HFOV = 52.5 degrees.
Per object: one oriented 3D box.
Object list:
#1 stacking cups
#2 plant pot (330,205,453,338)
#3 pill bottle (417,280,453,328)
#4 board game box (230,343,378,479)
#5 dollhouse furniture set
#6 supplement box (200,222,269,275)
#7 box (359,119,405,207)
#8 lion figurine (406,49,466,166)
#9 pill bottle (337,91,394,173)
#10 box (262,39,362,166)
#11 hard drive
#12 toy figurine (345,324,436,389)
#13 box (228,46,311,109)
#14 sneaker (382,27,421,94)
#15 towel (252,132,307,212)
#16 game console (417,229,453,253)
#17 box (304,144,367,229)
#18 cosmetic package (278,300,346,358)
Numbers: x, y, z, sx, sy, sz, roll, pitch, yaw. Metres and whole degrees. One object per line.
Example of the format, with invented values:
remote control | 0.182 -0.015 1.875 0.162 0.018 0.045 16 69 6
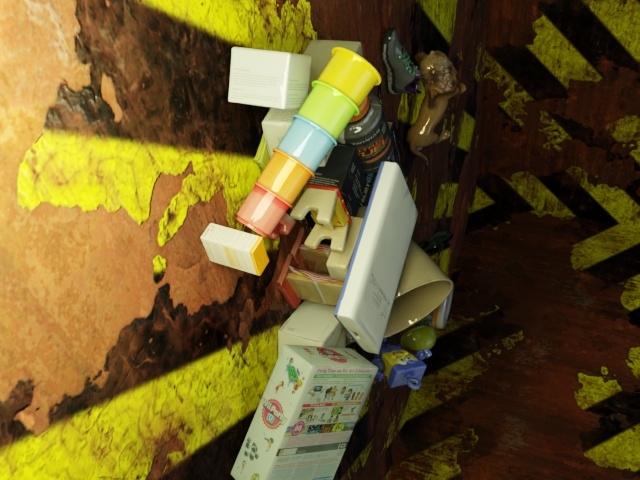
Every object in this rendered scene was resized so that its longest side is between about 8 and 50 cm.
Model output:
stacking cups | -0.031 -0.155 1.033 0.316 0.096 0.096 -54 158 -3
plant pot | 0.140 0.059 1.569 0.256 0.274 0.256 -23 154 -12
pill bottle | 0.253 0.165 1.959 0.152 0.272 0.152 11 90 -71
board game box | -0.029 0.378 1.367 0.224 0.097 0.303 14 101 -48
dollhouse furniture set | 0.000 0.000 1.297 0.152 0.201 0.374 -66 151 -29
supplement box | -0.137 0.014 1.048 0.062 0.098 0.036 80 33 -49
box | 0.156 -0.136 1.818 0.295 0.073 0.293 66 41 -60
lion figurine | 0.361 -0.422 2.134 0.240 0.142 0.392 -21 126 -59
pill bottle | 0.086 -0.258 1.468 0.246 0.130 0.130 51 54 -65
box | -0.006 -0.263 1.212 0.094 0.113 0.275 79 27 -46
hard drive | 0.116 0.037 1.269 0.210 0.040 0.319 55 48 -56
toy figurine | 0.233 0.372 1.866 0.362 0.217 0.191 -1 115 -31
box | -0.080 -0.261 1.044 0.102 0.101 0.087 -32 131 -66
sneaker | 0.230 -0.490 1.779 0.224 0.098 0.083 67 39 -59
towel | -0.072 -0.142 1.265 0.237 0.021 0.102 54 45 -63
game console | 0.200 0.074 1.749 0.044 0.361 0.213 53 41 -4
box | 0.029 -0.110 1.447 0.156 0.093 0.158 60 47 -62
cosmetic package | -0.020 0.315 1.534 0.160 0.113 0.309 -46 144 -55
